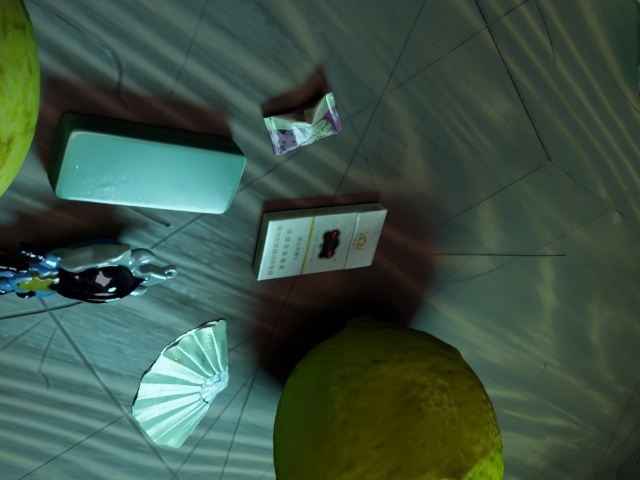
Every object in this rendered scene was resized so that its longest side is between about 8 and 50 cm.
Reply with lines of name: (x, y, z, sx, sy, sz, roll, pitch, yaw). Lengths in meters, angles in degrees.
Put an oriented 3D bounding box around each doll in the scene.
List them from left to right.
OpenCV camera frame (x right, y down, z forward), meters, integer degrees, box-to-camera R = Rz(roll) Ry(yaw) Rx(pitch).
doll: (-0.245, 0.034, 0.731, 0.195, 0.070, 0.096, 1, 140, -25)

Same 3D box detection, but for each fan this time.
fan: (-0.183, 0.201, 0.951, 0.131, 0.009, 0.240, 3, 123, -32)

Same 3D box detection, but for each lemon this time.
lemon: (0.091, 0.279, 0.956, 0.336, 0.336, 0.336, -18, 133, -20)

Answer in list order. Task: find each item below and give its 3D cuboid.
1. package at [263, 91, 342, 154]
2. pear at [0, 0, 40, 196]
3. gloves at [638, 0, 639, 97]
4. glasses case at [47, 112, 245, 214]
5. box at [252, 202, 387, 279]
package: (-0.018, -0.126, 0.774, 0.083, 0.029, 0.059, -21, 142, -2)
pear: (-0.314, -0.106, 0.432, 0.281, 0.281, 0.281, -18, 133, -20)
gloves: (0.477, -0.309, 0.854, 0.203, 0.155, 0.356, -34, 133, -10)
glasses case: (-0.170, -0.073, 0.709, 0.184, 0.039, 0.078, 5, 121, -35)
box: (0.000, 0.000, 0.892, 0.167, 0.024, 0.090, -6, 127, -28)
